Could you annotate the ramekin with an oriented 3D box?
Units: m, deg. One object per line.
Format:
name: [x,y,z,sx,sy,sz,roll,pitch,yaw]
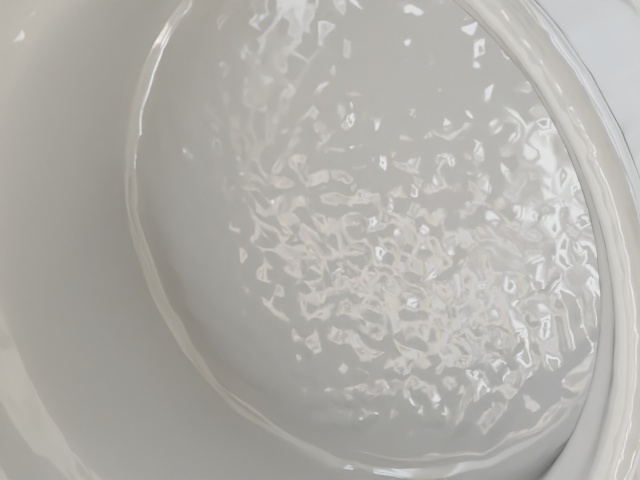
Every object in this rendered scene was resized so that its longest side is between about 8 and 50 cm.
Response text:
ramekin: [0.000,0.000,0.644,0.277,0.277,0.135,60,32,-1]
